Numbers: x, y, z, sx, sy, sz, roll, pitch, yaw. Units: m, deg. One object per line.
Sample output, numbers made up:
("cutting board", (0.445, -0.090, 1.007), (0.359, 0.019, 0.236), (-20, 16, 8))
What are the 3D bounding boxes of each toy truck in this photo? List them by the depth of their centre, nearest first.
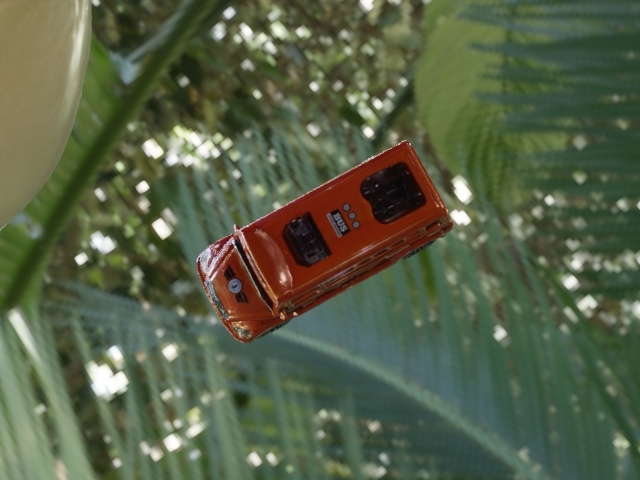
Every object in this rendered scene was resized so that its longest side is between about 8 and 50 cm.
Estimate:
("toy truck", (0.000, 0.000, 1.602), (0.253, 0.107, 0.114), (-29, -8, -1))

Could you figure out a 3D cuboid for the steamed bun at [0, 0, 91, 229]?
("steamed bun", (-0.304, -0.130, 0.965), (0.233, 0.312, 0.334), (-13, -30, -43))
